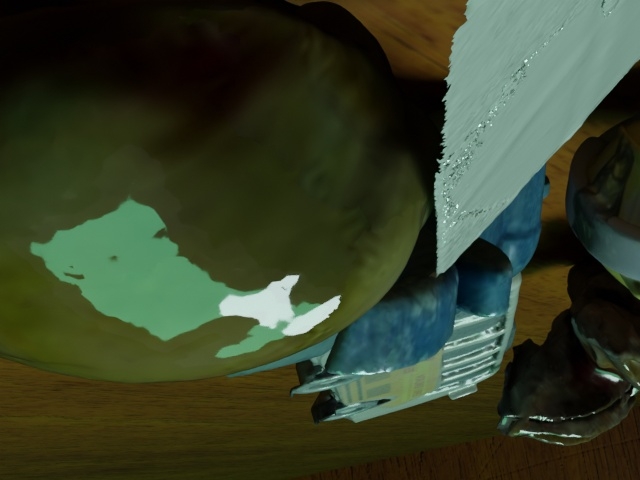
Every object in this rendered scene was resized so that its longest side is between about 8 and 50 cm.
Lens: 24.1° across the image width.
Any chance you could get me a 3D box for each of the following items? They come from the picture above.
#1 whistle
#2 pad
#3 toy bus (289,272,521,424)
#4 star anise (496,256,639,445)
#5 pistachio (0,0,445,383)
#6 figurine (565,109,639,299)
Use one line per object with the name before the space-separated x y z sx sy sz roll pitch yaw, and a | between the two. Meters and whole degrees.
whistle | 0.000 0.000 0.598 0.269 0.093 0.180 -14 -151 -42
pad | 0.083 -0.069 0.406 0.156 0.004 0.232 -47 168 -8
toy bus | 0.042 0.035 0.870 0.138 0.097 0.342 -17 166 1
star anise | 0.195 0.060 1.014 0.229 0.093 0.236 -48 -179 23
pistachio | -0.068 -0.026 0.427 0.210 0.130 0.165 0 147 -15
figurine | 0.202 -0.001 0.704 0.184 0.128 0.208 -8 127 -11
